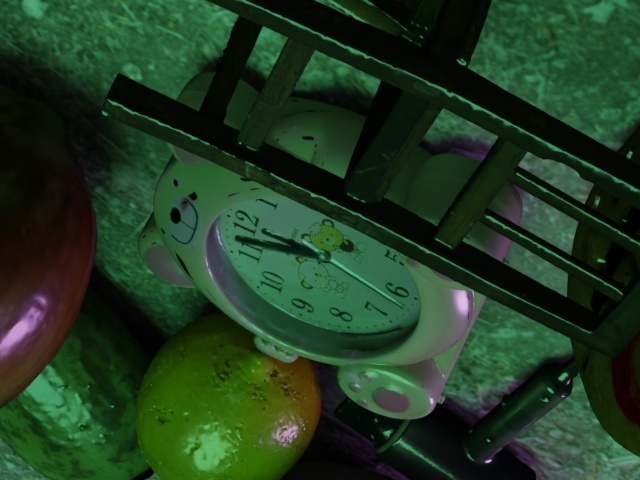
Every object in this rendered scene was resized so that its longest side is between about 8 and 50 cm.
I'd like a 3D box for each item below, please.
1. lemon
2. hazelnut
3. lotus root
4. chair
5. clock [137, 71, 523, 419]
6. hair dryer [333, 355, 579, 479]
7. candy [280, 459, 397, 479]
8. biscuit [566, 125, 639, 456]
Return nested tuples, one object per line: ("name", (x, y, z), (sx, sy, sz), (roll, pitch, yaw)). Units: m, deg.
("lemon", (-0.090, 0.161, 1.874), (0.173, 0.173, 0.206), (28, 117, -3))
("hazelnut", (-0.371, 0.012, 1.739), (0.372, 0.372, 0.315), (12, 166, 16))
("lotus root", (-0.266, 0.121, 1.955), (0.173, 0.173, 0.309), (-18, 117, 40))
("chair", (0.090, -0.134, 1.424), (0.416, 0.241, 0.203), (26, 141, -6))
("clock", (0.000, 0.000, 1.705), (0.309, 0.114, 0.284), (24, 142, 4))
("hair dryer", (0.154, 0.153, 1.840), (0.195, 0.078, 0.248), (35, 130, -11))
("candy", (-0.015, 0.333, 1.885), (0.386, 0.427, 0.186), (-9, 113, -20))
("biscuit", (0.298, 0.026, 1.435), (0.063, 0.314, 0.367), (9, 146, -28))
